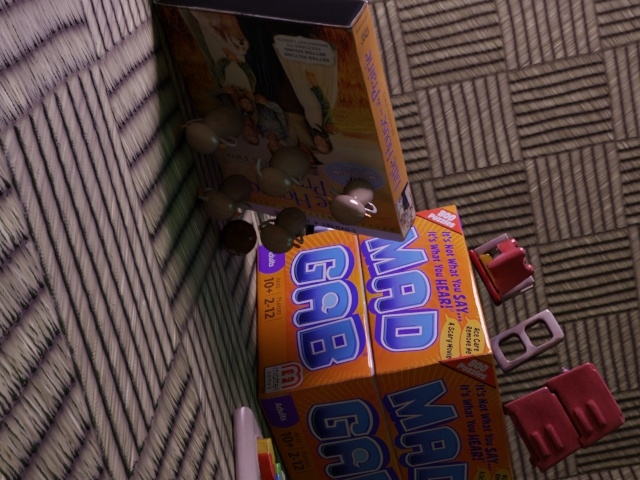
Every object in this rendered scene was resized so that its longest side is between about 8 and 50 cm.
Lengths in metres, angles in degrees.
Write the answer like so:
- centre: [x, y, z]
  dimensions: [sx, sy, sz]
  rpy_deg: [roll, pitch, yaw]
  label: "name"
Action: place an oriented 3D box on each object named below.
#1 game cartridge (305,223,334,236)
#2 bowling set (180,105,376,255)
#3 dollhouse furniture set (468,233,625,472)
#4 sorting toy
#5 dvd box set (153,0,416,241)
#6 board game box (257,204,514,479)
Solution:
- centre: [0.000, 0.000, 2.351]
  dimensions: [0.355, 0.068, 0.230]
  rpy_deg: [-93, -177, -55]
  label: "game cartridge"
- centre: [-0.080, -0.041, 1.495]
  dimensions: [0.200, 0.287, 0.154]
  rpy_deg: [-66, 176, 21]
  label: "bowling set"
- centre: [0.326, 0.173, 1.743]
  dimensions: [0.374, 0.152, 0.201]
  rpy_deg: [62, 2, 14]
  label: "dollhouse furniture set"
- centre: [-0.069, 0.349, 1.440]
  dimensions: [0.208, 0.038, 0.193]
  rpy_deg: [70, 10, -52]
  label: "sorting toy"
- centre: [-0.040, -0.177, 1.545]
  dimensions: [0.062, 0.307, 0.420]
  rpy_deg: [-61, 151, -31]
  label: "dvd box set"
- centre: [0.107, 0.215, 1.819]
  dimensions: [0.356, 0.356, 0.357]
  rpy_deg: [-95, 171, -50]
  label: "board game box"
